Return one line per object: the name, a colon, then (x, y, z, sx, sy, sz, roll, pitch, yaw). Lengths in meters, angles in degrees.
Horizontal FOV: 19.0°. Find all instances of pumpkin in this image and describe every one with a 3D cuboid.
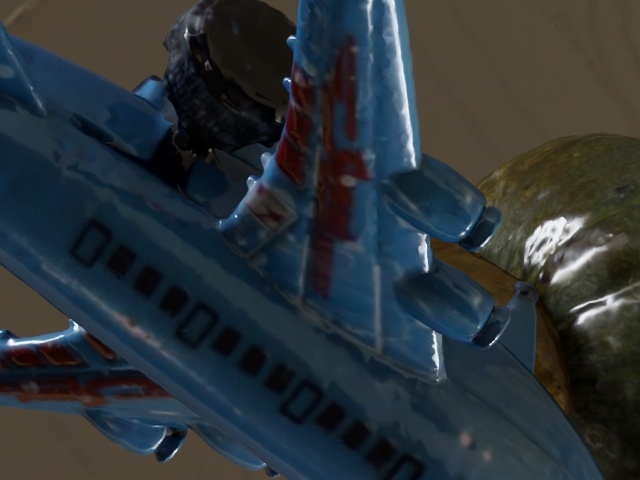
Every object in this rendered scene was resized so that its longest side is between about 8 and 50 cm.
pumpkin: (0.111, 0.064, 0.786, 0.157, 0.224, 0.224, 8, -60, -29)

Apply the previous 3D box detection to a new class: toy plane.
toy plane: (-0.024, 0.011, 0.516, 0.271, 0.105, 0.254, 28, -39, -23)

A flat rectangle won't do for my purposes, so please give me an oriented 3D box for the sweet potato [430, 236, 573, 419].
sweet potato: (0.000, 0.000, 0.751, 0.274, 0.067, 0.067, 28, -60, 36)
